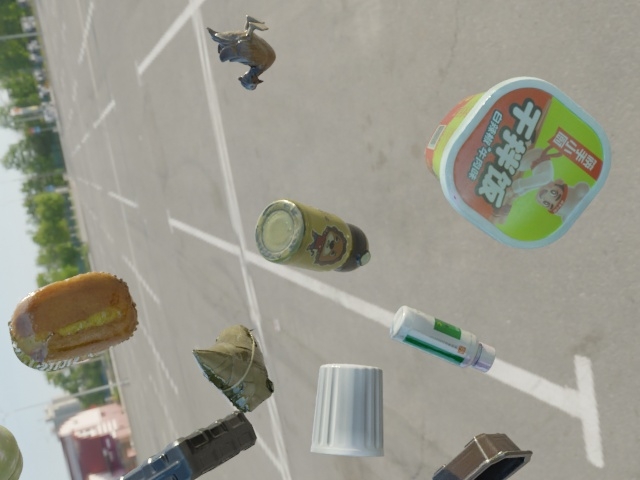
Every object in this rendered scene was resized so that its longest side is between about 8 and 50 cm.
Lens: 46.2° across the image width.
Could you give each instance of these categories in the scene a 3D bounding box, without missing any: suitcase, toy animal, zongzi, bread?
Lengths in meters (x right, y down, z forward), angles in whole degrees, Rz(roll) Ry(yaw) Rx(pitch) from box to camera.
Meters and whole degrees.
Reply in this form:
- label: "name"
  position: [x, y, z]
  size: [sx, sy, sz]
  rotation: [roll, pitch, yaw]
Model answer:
- label: "suitcase"
  position: [-0.257, 0.383, 1.216]
  size: [0.066, 0.285, 0.206]
  rotation: [59, -158, 10]
- label: "toy animal"
  position: [-0.202, -0.465, 1.858]
  size: [0.089, 0.188, 0.179]
  rotation: [-108, 34, -52]
- label: "zongzi"
  position: [-0.162, 0.163, 1.208]
  size: [0.178, 0.081, 0.189]
  rotation: [48, -170, -38]
- label: "bread"
  position: [-0.574, 0.189, 1.748]
  size: [0.156, 0.288, 0.204]
  rotation: [-14, 93, 62]

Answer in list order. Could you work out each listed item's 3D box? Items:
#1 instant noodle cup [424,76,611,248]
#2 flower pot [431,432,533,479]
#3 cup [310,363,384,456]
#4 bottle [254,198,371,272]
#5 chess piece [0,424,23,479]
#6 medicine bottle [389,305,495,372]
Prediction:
- label: "instant noodle cup"
  position: [0.337, -0.157, 1.407]
  size: [0.308, 0.293, 0.294]
  rotation: [-110, 12, -77]
- label: "flower pot"
  position: [0.363, 0.537, 1.761]
  size: [0.251, 0.178, 0.084]
  rotation: [-50, 50, 26]
- label: "cup"
  position: [0.054, 0.394, 1.742]
  size: [0.221, 0.166, 0.202]
  rotation: [-20, 64, 60]
- label: "bottle"
  position: [0.000, 0.000, 2.039]
  size: [0.171, 0.351, 0.172]
  rotation: [-9, 76, 38]
- label: "chess piece"
  position: [-0.900, 0.488, 1.863]
  size: [0.442, 0.234, 0.234]
  rotation: [99, 152, -48]
- label: "medicine bottle"
  position: [0.305, 0.251, 1.867]
  size: [0.095, 0.260, 0.095]
  rotation: [-155, 90, -85]
